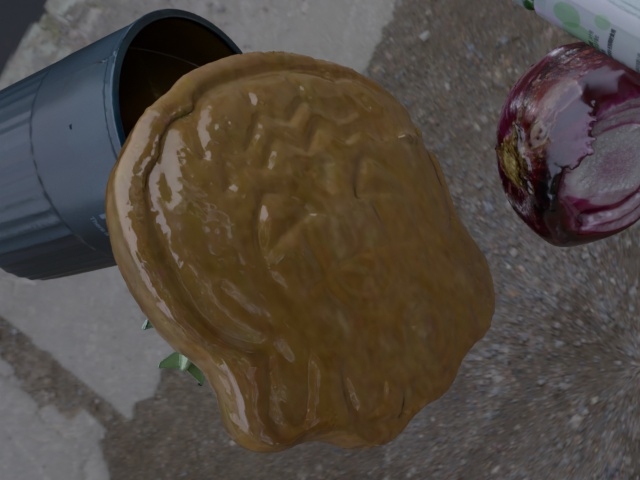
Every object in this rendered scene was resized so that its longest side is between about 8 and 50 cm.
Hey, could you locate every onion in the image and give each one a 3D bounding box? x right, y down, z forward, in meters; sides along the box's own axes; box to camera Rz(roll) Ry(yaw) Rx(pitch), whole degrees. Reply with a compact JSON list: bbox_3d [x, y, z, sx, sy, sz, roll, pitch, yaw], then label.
[{"bbox_3d":[0.233,-0.090,0.837,0.198,0.173,0.135,-13,45,-25],"label":"onion"}]

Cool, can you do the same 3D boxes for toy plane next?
[{"bbox_3d":[-0.121,0.084,1.011,0.102,0.040,0.111,26,74,-25],"label":"toy plane"}]

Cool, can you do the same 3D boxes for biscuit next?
[{"bbox_3d":[0.001,-0.001,0.912,0.062,0.385,0.365,-27,91,46],"label":"biscuit"}]

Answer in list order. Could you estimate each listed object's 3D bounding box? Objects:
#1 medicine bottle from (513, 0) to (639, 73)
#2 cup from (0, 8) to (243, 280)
[{"bbox_3d":[0.199,-0.148,0.617,0.183,0.086,0.086,37,95,23],"label":"medicine bottle"},{"bbox_3d":[-0.214,-0.088,1.134,0.292,0.308,0.242,-14,83,34],"label":"cup"}]
